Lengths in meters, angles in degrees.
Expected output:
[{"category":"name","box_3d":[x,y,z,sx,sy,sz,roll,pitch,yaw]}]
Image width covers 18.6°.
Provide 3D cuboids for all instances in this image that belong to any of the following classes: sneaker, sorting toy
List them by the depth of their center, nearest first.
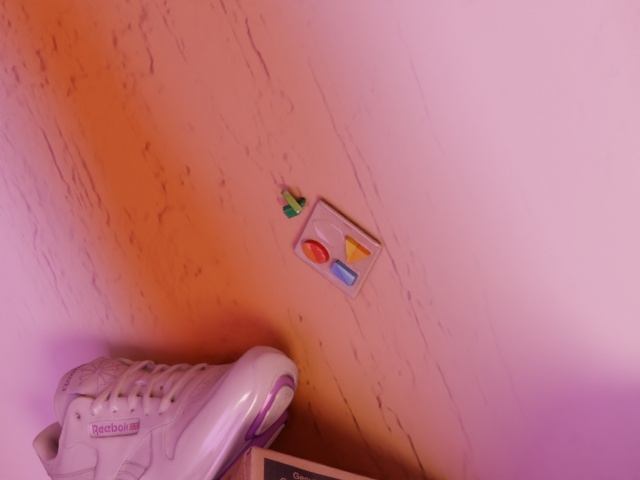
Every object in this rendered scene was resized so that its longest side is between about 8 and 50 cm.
[{"category":"sorting toy","box_3d":[0.000,0.000,1.378,0.083,0.012,0.062,37,135,12]},{"category":"sneaker","box_3d":[-0.133,0.146,1.507,0.152,0.114,0.305,49,136,0]}]

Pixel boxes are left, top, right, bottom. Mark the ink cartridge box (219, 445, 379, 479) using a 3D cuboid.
[{"category":"ink cartridge box","box_3d":[-0.016,0.260,1.448,0.193,0.088,0.234,18,140,-22]}]
